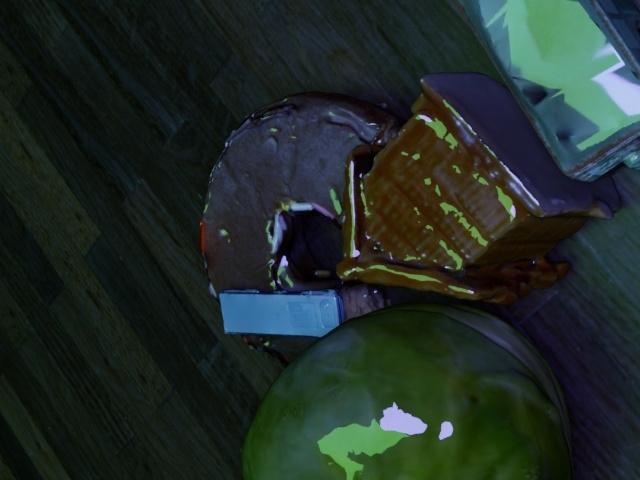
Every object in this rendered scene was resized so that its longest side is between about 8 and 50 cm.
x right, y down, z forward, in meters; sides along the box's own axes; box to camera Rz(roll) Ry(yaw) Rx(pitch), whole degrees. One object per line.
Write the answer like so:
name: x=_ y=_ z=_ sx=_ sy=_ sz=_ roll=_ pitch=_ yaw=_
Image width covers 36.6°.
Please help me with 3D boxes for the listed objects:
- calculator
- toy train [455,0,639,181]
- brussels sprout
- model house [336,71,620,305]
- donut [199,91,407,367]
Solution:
calculator: x=-0.045 y=0.082 z=1.106 sx=0.171 sy=0.018 sz=0.057 roll=-3 pitch=98 yaw=34
toy train: x=0.227 y=-0.208 z=0.932 sx=0.129 sy=0.159 sz=0.327 roll=-35 pitch=78 yaw=32
brussels sprout: x=0.116 y=0.227 z=0.997 sx=0.371 sy=0.276 sz=0.315 roll=40 pitch=96 yaw=-20
model house: x=0.146 y=-0.031 z=1.000 sx=0.229 sy=0.199 sz=0.220 roll=-43 pitch=71 yaw=32
donut: x=-0.018 y=-0.010 z=1.158 sx=0.259 sy=0.136 sz=0.345 roll=14 pitch=107 yaw=34
